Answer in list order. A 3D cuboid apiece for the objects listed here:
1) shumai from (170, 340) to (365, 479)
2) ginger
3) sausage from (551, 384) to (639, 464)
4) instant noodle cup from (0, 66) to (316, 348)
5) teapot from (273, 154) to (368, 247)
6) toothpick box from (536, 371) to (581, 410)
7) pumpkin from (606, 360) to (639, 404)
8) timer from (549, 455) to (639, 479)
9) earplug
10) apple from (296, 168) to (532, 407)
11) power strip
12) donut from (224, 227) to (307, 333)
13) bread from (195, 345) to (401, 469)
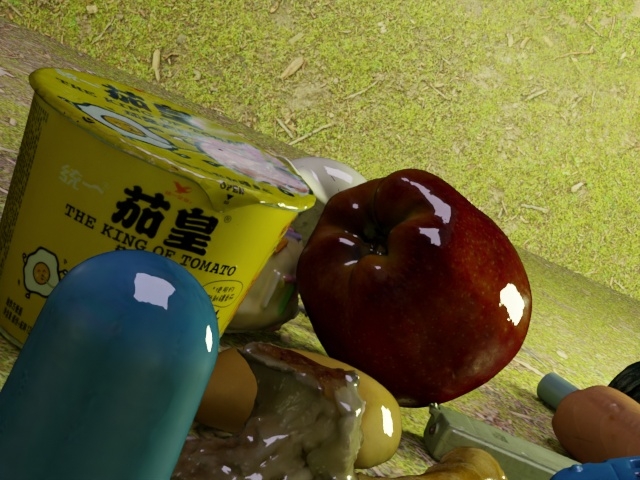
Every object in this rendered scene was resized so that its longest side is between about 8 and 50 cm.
[{"bbox_3d":[-0.036,0.182,0.948,0.206,0.175,0.166,9,20,-45],"label":"shumai"},{"bbox_3d":[0.119,0.266,1.189,0.118,0.065,0.299,27,12,37],"label":"ginger"},{"bbox_3d":[0.439,0.300,1.574,0.121,0.121,0.304,19,12,-31],"label":"sausage"},{"bbox_3d":[-0.200,-0.005,1.215,0.325,0.254,0.325,25,12,-6],"label":"instant noodle cup"},{"bbox_3d":[0.000,0.000,1.667,0.166,0.208,0.300,-80,149,-77],"label":"teapot"},{"bbox_3d":[0.397,0.255,1.849,0.052,0.052,0.083,16,14,-39],"label":"toothpick box"},{"bbox_3d":[0.535,0.283,1.755,0.220,0.162,0.220,27,21,-11],"label":"pumpkin"},{"bbox_3d":[0.382,0.306,1.151,0.309,0.115,0.340,-5,9,6],"label":"timer"},{"bbox_3d":[-0.147,0.132,0.684,0.132,0.273,0.132,24,12,-6],"label":"earplug"},{"bbox_3d":[0.120,0.067,1.468,0.288,0.288,0.317,37,-9,43],"label":"apple"},{"bbox_3d":[0.249,0.281,1.429,0.272,0.052,0.078,24,11,-11],"label":"power strip"},{"bbox_3d":[-0.194,-0.009,1.510,0.371,0.150,0.307,30,13,16],"label":"donut"},{"bbox_3d":[-0.022,0.162,1.157,0.217,0.098,0.147,11,5,25],"label":"bread"}]
